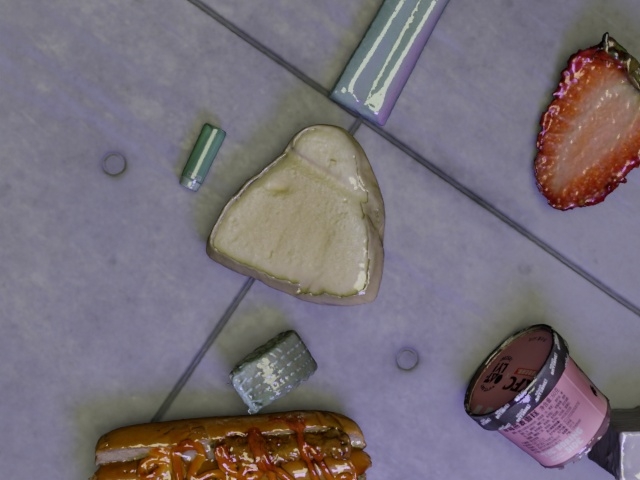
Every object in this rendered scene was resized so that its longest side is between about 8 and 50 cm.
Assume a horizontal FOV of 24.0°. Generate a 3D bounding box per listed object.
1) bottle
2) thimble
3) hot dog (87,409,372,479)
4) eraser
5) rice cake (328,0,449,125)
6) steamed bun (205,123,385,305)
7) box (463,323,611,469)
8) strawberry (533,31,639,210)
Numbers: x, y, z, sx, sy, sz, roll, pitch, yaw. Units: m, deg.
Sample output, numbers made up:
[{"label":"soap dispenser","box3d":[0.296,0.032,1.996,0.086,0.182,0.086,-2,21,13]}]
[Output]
[{"label":"bottle","box3d":[-0.147,-0.103,1.860,0.030,0.030,0.083,25,91,-8]},{"label":"thimble","box3d":[-0.060,0.161,1.855,0.110,0.084,0.062,-34,94,-26]},{"label":"hot dog","box3d":[-0.108,0.295,1.838,0.348,0.117,0.158,-4,105,-7]},{"label":"eraser","box3d":[0.523,0.257,1.912,0.343,0.144,0.078,0,95,-7]},{"label":"rice cake","box3d":[0.097,-0.257,1.877,0.080,0.042,0.222,29,89,-7]},{"label":"steamed bun","box3d":[0.001,-0.029,1.840,0.231,0.110,0.212,22,83,21]},{"label":"box","box3d":[0.279,0.201,1.878,0.135,0.151,0.151,42,88,-16]},{"label":"strawberry","box3d":[0.348,-0.146,1.906,0.208,0.087,0.167,-44,77,22]}]
